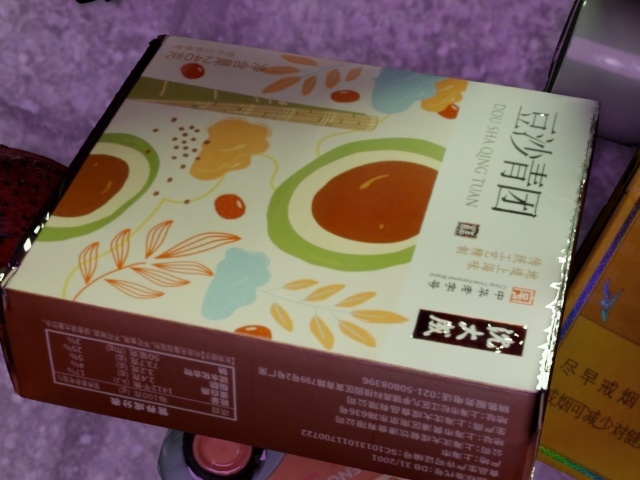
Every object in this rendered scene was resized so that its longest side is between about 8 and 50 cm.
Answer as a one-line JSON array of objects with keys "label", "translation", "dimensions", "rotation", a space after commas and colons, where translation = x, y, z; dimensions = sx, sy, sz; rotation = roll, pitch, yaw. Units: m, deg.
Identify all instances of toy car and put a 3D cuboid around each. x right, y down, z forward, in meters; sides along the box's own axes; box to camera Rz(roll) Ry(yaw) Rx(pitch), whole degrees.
[{"label": "toy car", "translation": [0.008, 0.181, 1.186], "dimensions": [0.270, 0.180, 0.212], "rotation": [-28, 100, 4]}]

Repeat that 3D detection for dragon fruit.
[{"label": "dragon fruit", "translation": [-0.245, 0.000, 1.245], "dimensions": [0.161, 0.120, 0.127], "rotation": [7, 50, -20]}]

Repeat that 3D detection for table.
[{"label": "table", "translation": [0.309, -0.129, 1.168], "dimensions": [0.220, 0.126, 0.126], "rotation": [19, 94, 3]}]

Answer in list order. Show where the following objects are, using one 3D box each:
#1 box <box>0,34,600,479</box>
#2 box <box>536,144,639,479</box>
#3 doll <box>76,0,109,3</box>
[{"label": "box", "translation": [0.000, 0.000, 1.067], "dimensions": [0.385, 0.344, 0.122], "rotation": [10, 131, 11]}, {"label": "box", "translation": [0.291, 0.075, 1.147], "dimensions": [0.192, 0.084, 0.301], "rotation": [26, 117, 2]}, {"label": "doll", "translation": [-0.153, -0.281, 1.218], "dimensions": [0.248, 0.088, 0.127], "rotation": [-15, 90, -1]}]
